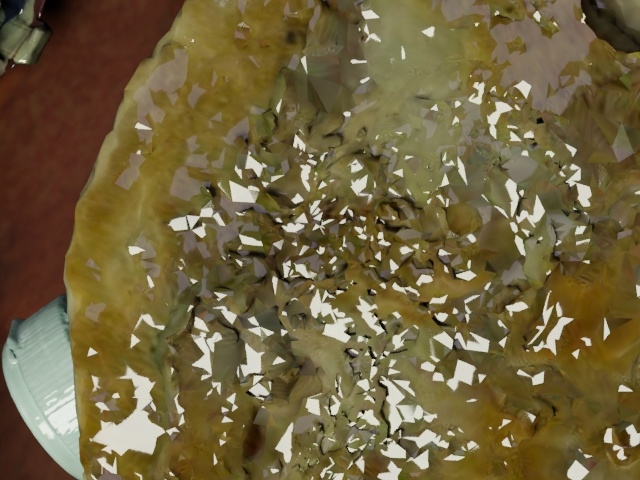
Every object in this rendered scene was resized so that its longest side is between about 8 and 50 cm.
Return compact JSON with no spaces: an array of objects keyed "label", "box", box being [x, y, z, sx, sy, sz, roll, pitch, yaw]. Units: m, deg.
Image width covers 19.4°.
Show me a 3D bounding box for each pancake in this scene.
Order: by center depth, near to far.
[{"label":"pancake","box":[0.093,0.028,0.545,0.356,0.065,0.356,1,100,4]}]

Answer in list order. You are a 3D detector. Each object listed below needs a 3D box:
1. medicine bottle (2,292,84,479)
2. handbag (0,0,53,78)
[{"label":"medicine bottle","box":[0.000,0.000,0.641,0.229,0.121,0.083,-34,60,9]},{"label":"handbag","box":[-0.182,-0.174,0.788,0.235,0.127,0.213,34,84,28]}]
